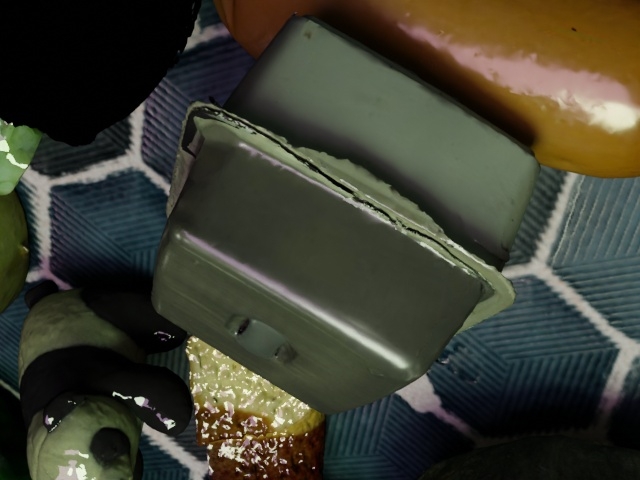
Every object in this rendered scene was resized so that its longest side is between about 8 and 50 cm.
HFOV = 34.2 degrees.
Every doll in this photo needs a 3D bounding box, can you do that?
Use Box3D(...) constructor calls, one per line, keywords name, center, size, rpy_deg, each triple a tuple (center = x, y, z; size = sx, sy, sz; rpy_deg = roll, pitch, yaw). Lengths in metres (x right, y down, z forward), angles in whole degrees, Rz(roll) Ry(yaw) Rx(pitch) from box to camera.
Box3D(name="doll", center=(-0.194, 0.136, 0.901), size=(0.135, 0.234, 0.144), rpy_deg=(14, 128, -26))

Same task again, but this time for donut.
Box3D(name="donut", center=(-0.048, 0.176, 0.912), size=(0.112, 0.151, 0.295), rpy_deg=(5, 112, 6))

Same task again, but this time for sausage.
Box3D(name="sausage", center=(0.068, -0.139, 0.688), size=(0.353, 0.116, 0.134), rpy_deg=(18, 133, 15))

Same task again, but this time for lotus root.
Box3D(name="lotus root", center=(-0.158, -0.251, 0.651), size=(0.195, 0.179, 0.398), rpy_deg=(13, 113, -1))

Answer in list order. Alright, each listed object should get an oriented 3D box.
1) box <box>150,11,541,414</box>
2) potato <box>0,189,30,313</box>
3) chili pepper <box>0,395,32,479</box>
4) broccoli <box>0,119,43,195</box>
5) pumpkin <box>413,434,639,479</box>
Box3D(name="box", center=(0.000, 0.000, 0.699), size=(0.220, 0.166, 0.290), rpy_deg=(32, 162, -1))
Box3D(name="potato", center=(-0.389, 0.088, 0.921), size=(0.112, 0.255, 0.269), rpy_deg=(43, 126, -6))
Box3D(name="chili pepper", center=(-0.284, 0.301, 1.050), size=(0.385, 0.213, 0.167), rpy_deg=(43, 114, -1))
Box3D(name="broccoli", center=(-0.347, -0.115, 0.805), size=(0.270, 0.270, 0.270), rpy_deg=(-31, 136, 34))
Box3D(name="pumpkin", center=(0.192, 0.308, 0.820), size=(0.327, 0.257, 0.292), rpy_deg=(-8, 114, 21))
